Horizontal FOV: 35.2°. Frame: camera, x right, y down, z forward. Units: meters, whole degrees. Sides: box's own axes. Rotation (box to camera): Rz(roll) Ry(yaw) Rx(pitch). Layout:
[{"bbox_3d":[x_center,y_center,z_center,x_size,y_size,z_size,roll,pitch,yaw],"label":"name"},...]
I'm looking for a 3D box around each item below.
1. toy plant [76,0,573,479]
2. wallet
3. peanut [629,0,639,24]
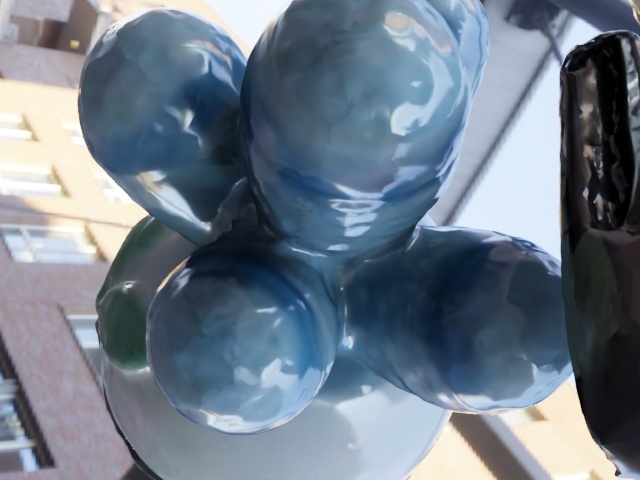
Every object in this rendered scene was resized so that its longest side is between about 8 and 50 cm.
[{"bbox_3d":[0.000,0.000,0.487,0.332,0.247,0.247,112,-33,-65],"label":"toy plant"},{"bbox_3d":[0.212,0.087,0.436,0.046,0.379,0.190,-28,-143,30],"label":"wallet"},{"bbox_3d":[0.441,-0.389,1.138,0.340,0.158,0.174,107,-33,-40],"label":"peanut"}]
